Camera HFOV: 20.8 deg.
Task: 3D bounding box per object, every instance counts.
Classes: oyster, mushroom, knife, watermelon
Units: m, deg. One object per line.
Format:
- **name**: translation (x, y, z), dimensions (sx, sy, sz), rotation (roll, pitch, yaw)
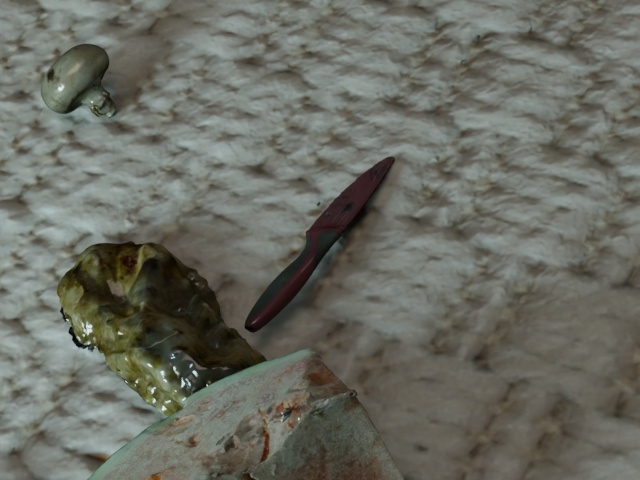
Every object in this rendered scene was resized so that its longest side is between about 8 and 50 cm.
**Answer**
- **oyster**: translation (-0.119, 0.094, 1.571), dimensions (0.129, 0.078, 0.345), rotation (-34, 49, -23)
- **mushroom**: translation (-0.244, -0.158, 1.800), dimensions (0.079, 0.085, 0.085), rotation (46, 71, 0)
- **knife**: translation (0.000, 0.000, 1.633), dimensions (0.035, 0.018, 0.247), rotation (10, 47, 38)
- **watermelon**: translation (-0.093, 0.224, 1.381), dimensions (0.305, 0.180, 0.224), rotation (-32, 63, -12)
